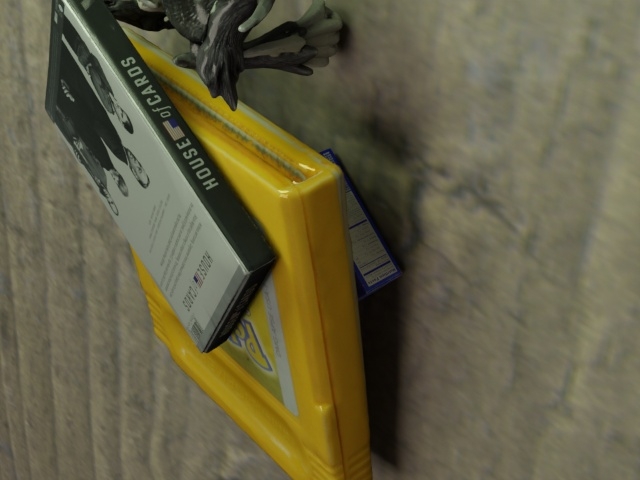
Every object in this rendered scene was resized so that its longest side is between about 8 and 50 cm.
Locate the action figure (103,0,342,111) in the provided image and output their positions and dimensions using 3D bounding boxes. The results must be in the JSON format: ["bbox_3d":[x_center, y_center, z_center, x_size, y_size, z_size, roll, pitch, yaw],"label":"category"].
[{"bbox_3d":[-0.062,-0.182,0.761,0.275,0.141,0.164,30,133,58],"label":"action figure"}]

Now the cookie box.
[{"bbox_3d":[0.000,0.000,0.875,0.107,0.040,0.092,61,146,4],"label":"cookie box"}]

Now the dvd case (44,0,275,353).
[{"bbox_3d":[-0.124,-0.047,0.849,0.239,0.029,0.179,55,156,10],"label":"dvd case"}]

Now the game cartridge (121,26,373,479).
[{"bbox_3d":[-0.071,0.028,0.916,0.285,0.052,0.324,36,144,42],"label":"game cartridge"}]
